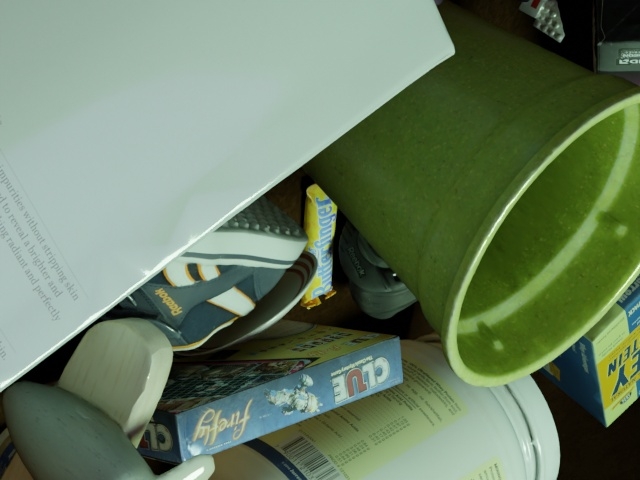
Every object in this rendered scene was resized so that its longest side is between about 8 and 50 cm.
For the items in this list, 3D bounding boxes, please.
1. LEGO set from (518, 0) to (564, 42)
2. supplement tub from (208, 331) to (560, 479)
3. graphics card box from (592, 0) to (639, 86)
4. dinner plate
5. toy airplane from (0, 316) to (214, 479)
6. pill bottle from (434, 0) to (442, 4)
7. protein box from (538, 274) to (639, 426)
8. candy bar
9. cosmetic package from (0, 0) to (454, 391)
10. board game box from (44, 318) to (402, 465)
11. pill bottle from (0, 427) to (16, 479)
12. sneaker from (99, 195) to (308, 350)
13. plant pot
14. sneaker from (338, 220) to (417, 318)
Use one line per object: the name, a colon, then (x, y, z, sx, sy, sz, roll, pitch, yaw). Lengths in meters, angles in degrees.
LEGO set: (0.231, -0.287, 1.501, 0.182, 0.060, 0.244, -53, 167, -26)
supplement tub: (0.047, 0.237, 1.729, 0.324, 0.235, 0.235, -27, 143, -34)
graphics card box: (0.363, -0.142, 1.652, 0.371, 0.232, 0.094, 70, 20, -68)
dinner plate: (-0.061, 0.055, 1.493, 0.141, 0.141, 0.017, -38, 112, -20)
toy airplane: (-0.216, 0.268, 1.284, 0.272, 0.384, 0.386, -38, 112, -63)
pill bottle: (0.104, -0.261, 1.390, 0.086, 0.086, 0.152, 10, 117, -56)
protein box: (0.251, 0.043, 1.812, 0.136, 0.201, 0.200, -43, 150, -12)
candy bar: (0.000, 0.000, 1.616, 0.040, 0.018, 0.161, -31, 144, -29)
cosmetic package: (-0.130, -0.109, 1.107, 0.385, 0.156, 0.217, -37, 117, -22)
board game box: (-0.075, 0.115, 1.455, 0.243, 0.165, 0.042, -15, 105, -43)
pill bottle: (-0.207, 0.199, 1.462, 0.067, 0.120, 0.067, -34, 147, -26)
sneaker: (-0.136, 0.010, 1.339, 0.127, 0.126, 0.321, -53, 147, 13)
plant pot: (0.116, -0.068, 1.457, 0.276, 0.254, 0.276, -33, 145, -26)
sneaker: (0.131, -0.032, 1.691, 0.286, 0.109, 0.130, -33, 158, -16)
